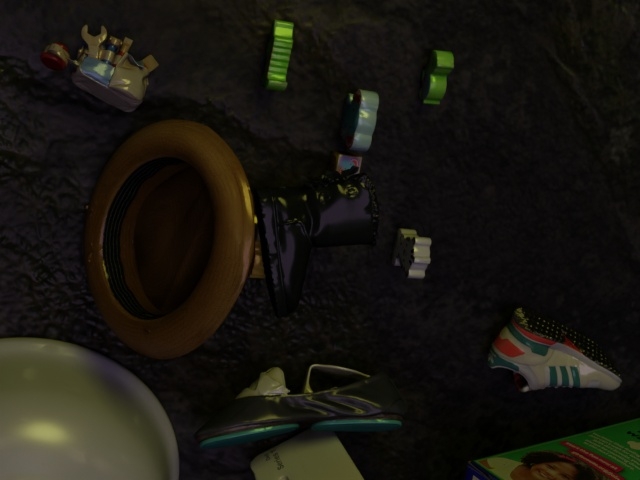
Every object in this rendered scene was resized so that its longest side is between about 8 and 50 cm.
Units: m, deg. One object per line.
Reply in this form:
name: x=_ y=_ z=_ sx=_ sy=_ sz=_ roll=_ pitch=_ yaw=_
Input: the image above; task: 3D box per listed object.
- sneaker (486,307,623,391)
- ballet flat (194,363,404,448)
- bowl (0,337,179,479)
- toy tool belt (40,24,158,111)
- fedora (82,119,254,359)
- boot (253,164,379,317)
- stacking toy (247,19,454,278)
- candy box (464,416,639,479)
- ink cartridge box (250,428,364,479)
sneaker: x=0.246 y=0.132 z=0.835 sx=0.161 sy=0.057 sz=0.075 roll=26 pitch=115 yaw=-25
ballet flat: x=-0.020 y=0.154 z=0.746 sx=0.203 sy=0.074 sz=0.074 roll=-3 pitch=108 yaw=-14
bowl: x=-0.260 y=0.242 z=0.658 sx=0.298 sy=0.134 sz=0.297 roll=-5 pitch=108 yaw=-16
toy tool belt: x=-0.171 y=-0.142 z=0.615 sx=0.083 sy=0.052 sz=0.051 roll=28 pitch=66 yaw=-27
fedora: x=-0.110 y=0.000 z=0.636 sx=0.079 sy=0.194 sz=0.194 roll=-1 pitch=111 yaw=-55
boot: x=0.000 y=0.000 z=0.658 sx=0.099 sy=0.045 sz=0.121 roll=-10 pitch=103 yaw=-13
stacking toy: x=0.026 y=-0.070 z=0.694 sx=0.167 sy=0.052 sz=0.221 roll=3 pitch=105 yaw=-19
candy box: x=0.290 y=0.346 z=0.839 sx=0.317 sy=0.122 sz=0.268 roll=-4 pitch=108 yaw=-33
ink cartridge box: x=0.030 y=0.309 z=0.757 sx=0.093 sy=0.160 sz=0.219 roll=-28 pitch=114 yaw=-9
